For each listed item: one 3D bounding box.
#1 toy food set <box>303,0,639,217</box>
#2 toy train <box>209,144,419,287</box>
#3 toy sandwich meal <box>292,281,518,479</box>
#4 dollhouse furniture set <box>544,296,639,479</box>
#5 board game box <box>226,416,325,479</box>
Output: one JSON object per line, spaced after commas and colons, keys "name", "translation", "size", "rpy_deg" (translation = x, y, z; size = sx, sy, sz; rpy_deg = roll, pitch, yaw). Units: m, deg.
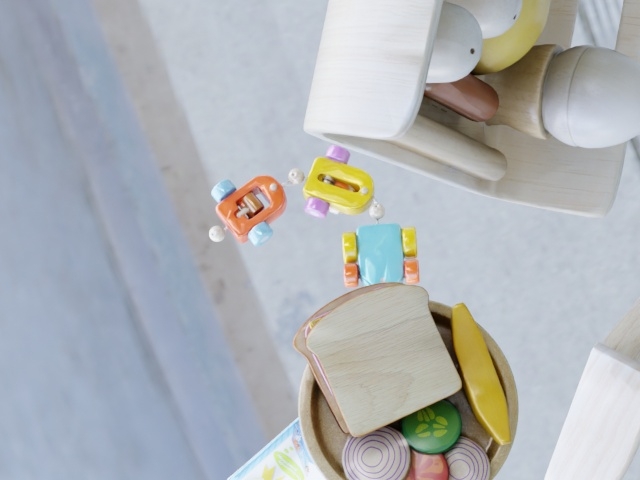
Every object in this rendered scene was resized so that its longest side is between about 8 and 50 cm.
{"name": "toy food set", "translation": [0.097, -0.131, 0.746], "size": [0.092, 0.306, 0.219], "rpy_deg": [11, 89, 22]}
{"name": "toy train", "translation": [0.000, 0.000, 1.329], "size": [0.166, 0.125, 0.046], "rpy_deg": [45, 170, 17]}
{"name": "toy sandwich meal", "translation": [0.030, 0.054, 0.597], "size": [0.085, 0.085, 0.029], "rpy_deg": [59, 174, 9]}
{"name": "dollhouse furniture set", "translation": [0.371, 0.118, 1.300], "size": [0.303, 0.198, 0.286], "rpy_deg": [27, 126, 18]}
{"name": "board game box", "translation": [0.038, 0.146, 0.867], "size": [0.103, 0.026, 0.154], "rpy_deg": [-41, 66, 3]}
